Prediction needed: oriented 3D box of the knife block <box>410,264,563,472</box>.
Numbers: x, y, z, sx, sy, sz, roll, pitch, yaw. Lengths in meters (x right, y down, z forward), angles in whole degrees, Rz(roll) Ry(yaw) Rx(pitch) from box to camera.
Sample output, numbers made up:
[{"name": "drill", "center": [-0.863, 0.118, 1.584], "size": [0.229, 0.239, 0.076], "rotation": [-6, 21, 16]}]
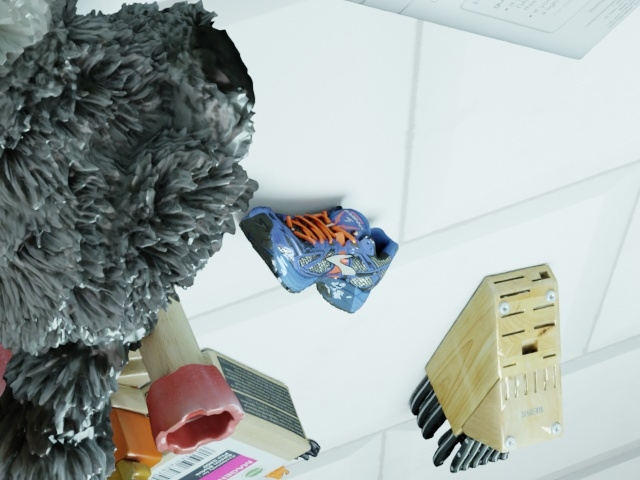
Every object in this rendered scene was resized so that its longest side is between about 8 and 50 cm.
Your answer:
[{"name": "knife block", "center": [0.184, 0.149, 1.900], "size": [0.088, 0.242, 0.276], "rotation": [-11, 106, -26]}]

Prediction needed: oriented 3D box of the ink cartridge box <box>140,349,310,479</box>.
[{"name": "ink cartridge box", "center": [-0.156, 0.229, 1.736], "size": [0.234, 0.088, 0.193], "rotation": [-32, 151, 14]}]

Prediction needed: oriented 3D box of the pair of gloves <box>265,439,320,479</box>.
[{"name": "pair of gloves", "center": [-0.042, 0.272, 1.994], "size": [0.083, 0.010, 0.074], "rotation": [-33, 151, 12]}]

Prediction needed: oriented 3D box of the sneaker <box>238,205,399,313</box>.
[{"name": "sneaker", "center": [0.000, 0.000, 1.477], "size": [0.087, 0.083, 0.221], "rotation": [-46, 154, 11]}]

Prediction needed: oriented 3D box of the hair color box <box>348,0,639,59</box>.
[{"name": "hair color box", "center": [0.103, -0.244, 1.060], "size": [0.374, 0.114, 0.185], "rotation": [5, 141, -46]}]

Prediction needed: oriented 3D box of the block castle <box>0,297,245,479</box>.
[{"name": "block castle", "center": [-0.317, 0.217, 1.444], "size": [0.453, 0.213, 0.303], "rotation": [-37, 151, 23]}]

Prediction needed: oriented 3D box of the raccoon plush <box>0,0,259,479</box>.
[{"name": "raccoon plush", "center": [-0.210, -0.010, 0.948], "size": [0.216, 0.446, 0.299], "rotation": [-4, 171, 42]}]
